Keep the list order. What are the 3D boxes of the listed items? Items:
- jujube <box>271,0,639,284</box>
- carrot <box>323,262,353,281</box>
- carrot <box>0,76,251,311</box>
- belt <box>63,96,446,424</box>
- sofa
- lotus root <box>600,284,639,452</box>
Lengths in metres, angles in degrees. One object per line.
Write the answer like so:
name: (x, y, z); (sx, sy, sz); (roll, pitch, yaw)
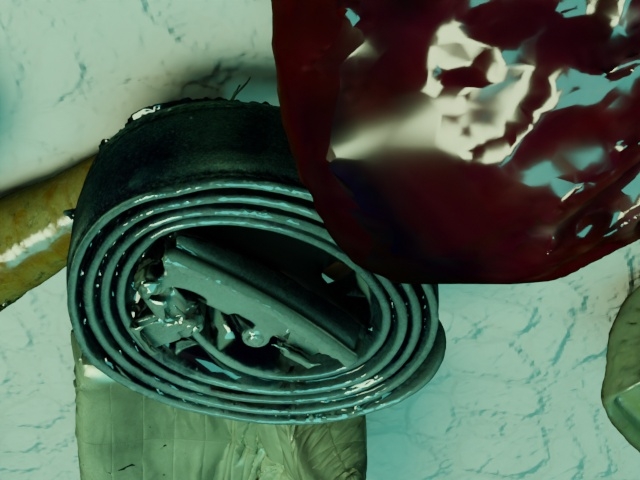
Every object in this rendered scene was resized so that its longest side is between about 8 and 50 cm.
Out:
jujube: (0.131, -0.137, 0.651); (0.258, 0.258, 0.377); (34, 115, -28)
carrot: (0.000, 0.000, 0.906); (0.048, 0.048, 0.216); (-27, 132, 23)
carrot: (-0.160, -0.027, 0.862); (0.298, 0.078, 0.078); (-29, 127, 19)
belt: (-0.032, 0.026, 0.811); (0.267, 0.116, 0.206); (19, 126, -20)
sofa: (-0.083, 0.173, 0.973); (0.225, 0.176, 0.210); (5, 133, -6)
lotus root: (0.315, 0.066, 0.906); (0.235, 0.138, 0.119); (-33, 120, 28)
